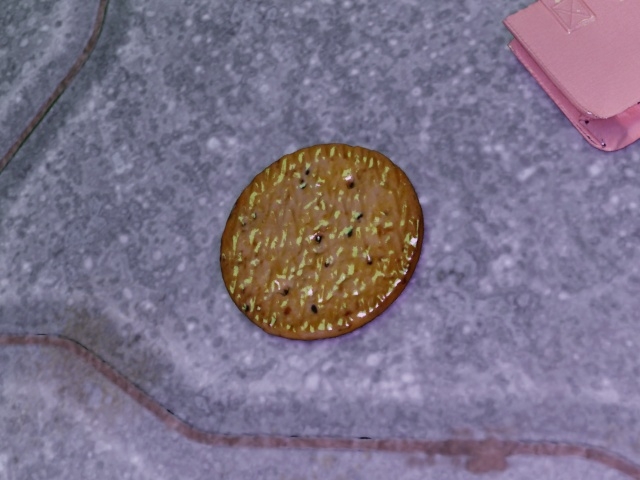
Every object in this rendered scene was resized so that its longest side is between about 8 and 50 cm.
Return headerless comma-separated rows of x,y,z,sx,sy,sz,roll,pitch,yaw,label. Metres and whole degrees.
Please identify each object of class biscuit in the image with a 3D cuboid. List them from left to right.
0.000,0.001,1.082,0.188,0.027,0.188,-8,63,17,biscuit

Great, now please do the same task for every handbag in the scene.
0.279,-0.189,1.044,0.212,0.059,0.157,-34,58,1,handbag
